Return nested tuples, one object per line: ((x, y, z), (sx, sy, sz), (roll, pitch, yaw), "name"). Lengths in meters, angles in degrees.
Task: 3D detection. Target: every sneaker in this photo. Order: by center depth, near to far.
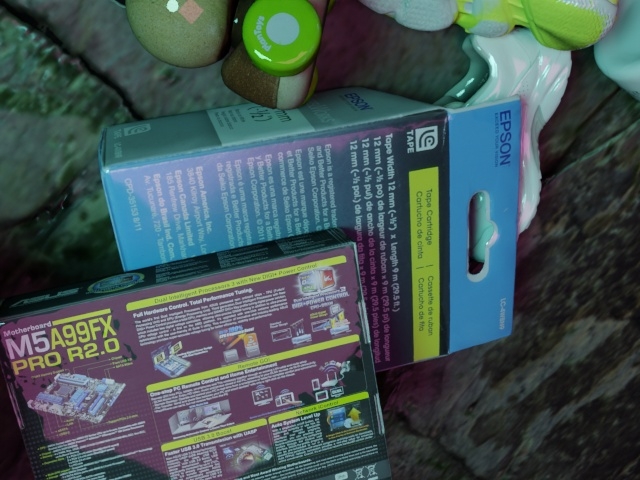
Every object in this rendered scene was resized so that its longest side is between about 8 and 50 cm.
((0.132, -0.241, 0.615), (0.240, 0.091, 0.126), (16, 66, -3), "sneaker")
((0.150, -0.093, 0.692), (0.115, 0.090, 0.232), (4, 106, -12), "sneaker")

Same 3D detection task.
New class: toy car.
((-0.085, -0.184, 0.532), (0.189, 0.155, 0.148), (12, 89, -2), "toy car")

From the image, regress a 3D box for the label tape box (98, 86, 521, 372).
((0.000, 0.000, 0.668), (0.348, 0.115, 0.249), (-12, 118, -13), "label tape box")

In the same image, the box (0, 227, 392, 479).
((-0.090, 0.123, 0.576), (0.270, 0.060, 0.216), (-13, 104, -10), "box")

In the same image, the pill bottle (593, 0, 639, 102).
((0.384, -0.158, 0.695), (0.229, 0.131, 0.131), (27, 105, -27), "pill bottle")
